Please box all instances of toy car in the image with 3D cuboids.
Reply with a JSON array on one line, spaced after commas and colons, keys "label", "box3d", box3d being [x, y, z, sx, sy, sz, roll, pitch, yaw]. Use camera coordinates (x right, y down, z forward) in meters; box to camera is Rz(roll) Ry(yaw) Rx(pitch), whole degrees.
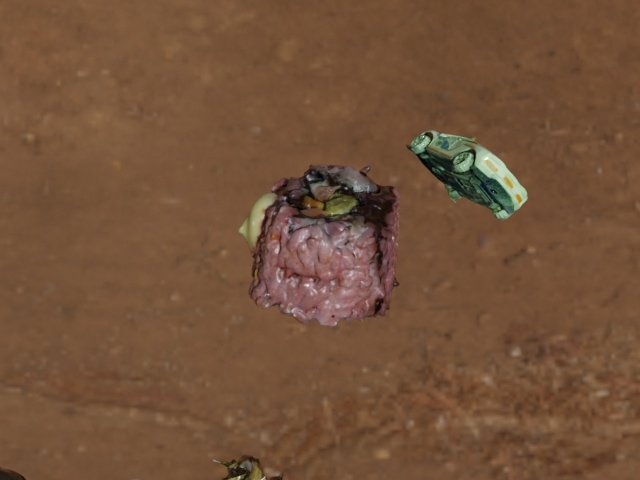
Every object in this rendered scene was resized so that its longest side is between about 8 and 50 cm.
[{"label": "toy car", "box3d": [0.159, -0.082, 1.362, 0.093, 0.058, 0.186, 45, 175, -25]}]

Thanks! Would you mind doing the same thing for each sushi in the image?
[{"label": "sushi", "box3d": [0.000, 0.000, 1.799, 0.237, 0.270, 0.171, 12, 116, 8]}]

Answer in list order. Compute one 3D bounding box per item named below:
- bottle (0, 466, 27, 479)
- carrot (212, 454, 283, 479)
[{"label": "bottle", "box3d": [-0.271, 0.287, 0.716, 0.168, 0.347, 0.168, 17, 155, 8]}, {"label": "carrot", "box3d": [-0.069, 0.411, 1.462, 0.214, 0.331, 0.193, -5, 164, -6]}]
